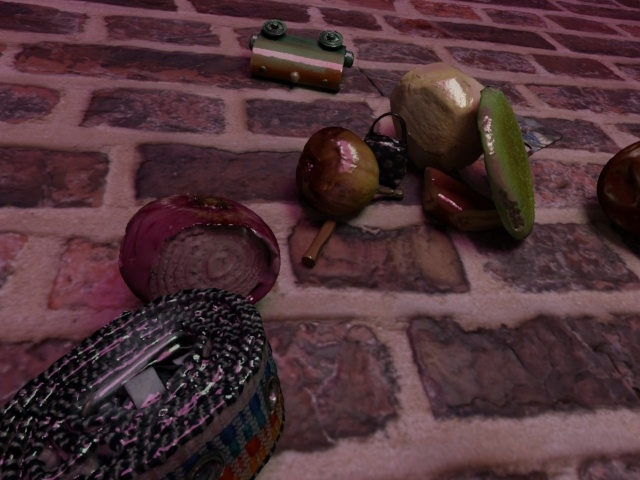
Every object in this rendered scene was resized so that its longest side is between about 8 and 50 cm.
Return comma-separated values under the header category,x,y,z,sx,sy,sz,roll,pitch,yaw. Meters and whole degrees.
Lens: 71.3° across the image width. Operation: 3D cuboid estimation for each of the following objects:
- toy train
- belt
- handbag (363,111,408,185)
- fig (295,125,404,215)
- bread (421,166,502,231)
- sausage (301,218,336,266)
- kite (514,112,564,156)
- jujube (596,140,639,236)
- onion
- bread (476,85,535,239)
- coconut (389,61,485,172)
category,x,y,z,sx,sy,sz,roll,pitch,yaw
toy train,-0.055,-0.481,1.183,0.285,0.116,0.177,11,57,-3
belt,-0.168,0.192,0.455,0.206,0.161,0.295,16,41,31
handbag,0.135,-0.198,0.920,0.115,0.139,0.072,21,37,9
fig,0.070,-0.113,0.827,0.230,0.143,0.161,13,75,-10
bread,0.260,-0.072,0.874,0.192,0.067,0.119,37,41,21
sausage,0.000,0.000,0.777,0.026,0.026,0.116,22,45,9
kite,0.506,-0.270,1.163,0.169,0.015,0.309,38,48,23
jujube,0.730,-0.103,0.912,0.317,0.223,0.223,3,45,-23
onion,-0.170,0.013,0.628,0.207,0.201,0.201,-25,55,-16
bread,0.363,-0.152,0.852,0.045,0.301,0.301,-12,34,33
coconut,0.259,-0.272,0.972,0.197,0.237,0.237,-31,51,8
